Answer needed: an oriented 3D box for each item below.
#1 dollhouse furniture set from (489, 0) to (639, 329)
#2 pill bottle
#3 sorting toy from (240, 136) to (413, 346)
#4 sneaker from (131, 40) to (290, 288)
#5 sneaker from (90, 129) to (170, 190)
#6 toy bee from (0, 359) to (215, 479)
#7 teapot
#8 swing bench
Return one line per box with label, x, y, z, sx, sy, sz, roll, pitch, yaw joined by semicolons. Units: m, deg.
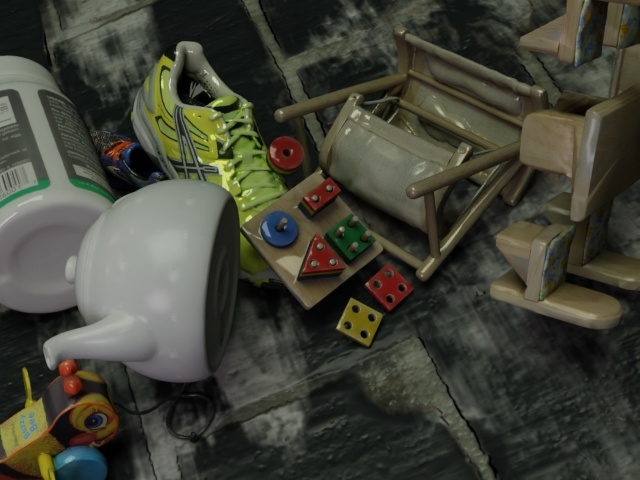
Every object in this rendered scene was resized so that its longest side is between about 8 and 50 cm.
dollhouse furniture set;0.404;-0.122;1.282;0.256;0.362;0.394;17;25;29
pill bottle;-0.404;-0.089;1.560;0.204;0.204;0.361;-24;47;-6
sorting toy;0.000;0.000;1.388;0.132;0.046;0.274;-37;83;-26
sneaker;-0.128;-0.099;1.479;0.145;0.147;0.385;-24;64;-34
sneaker;-0.263;-0.114;1.623;0.221;0.087;0.083;29;61;34
toy bee;-0.299;0.204;1.300;0.298;0.162;0.195;-40;49;-20
teapot;-0.201;0.038;1.314;0.187;0.256;0.253;6;81;6
swing bench;0.124;-0.123;1.481;0.254;0.165;0.253;-37;49;-25
